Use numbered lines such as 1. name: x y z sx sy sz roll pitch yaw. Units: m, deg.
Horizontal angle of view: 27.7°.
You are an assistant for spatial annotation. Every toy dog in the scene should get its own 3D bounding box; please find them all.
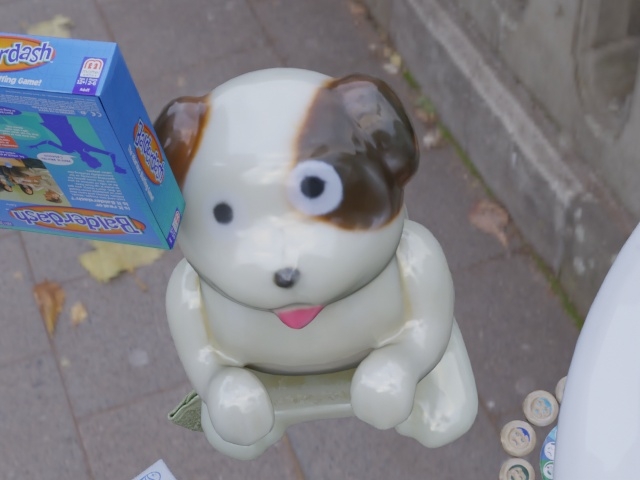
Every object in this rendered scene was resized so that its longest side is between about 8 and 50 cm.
1. toy dog: 0.000 0.000 1.177 0.284 0.408 0.396 3 70 10

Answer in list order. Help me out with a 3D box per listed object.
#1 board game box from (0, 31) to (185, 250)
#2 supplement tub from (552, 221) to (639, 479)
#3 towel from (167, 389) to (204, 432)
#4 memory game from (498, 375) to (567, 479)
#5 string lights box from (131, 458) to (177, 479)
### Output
1. board game box: -0.198 -0.069 0.935 0.160 0.210 0.047 7 62 11
2. supplement tub: 0.258 0.095 0.412 0.316 0.228 0.228 27 41 -25
3. towel: -0.088 0.187 1.464 0.148 0.110 0.027 19 39 -38
4. memory game: 0.269 0.225 1.299 0.186 0.012 0.186 1 76 -2
5. string lights box: -0.172 0.284 0.879 0.259 0.133 0.077 -35 35 -11
